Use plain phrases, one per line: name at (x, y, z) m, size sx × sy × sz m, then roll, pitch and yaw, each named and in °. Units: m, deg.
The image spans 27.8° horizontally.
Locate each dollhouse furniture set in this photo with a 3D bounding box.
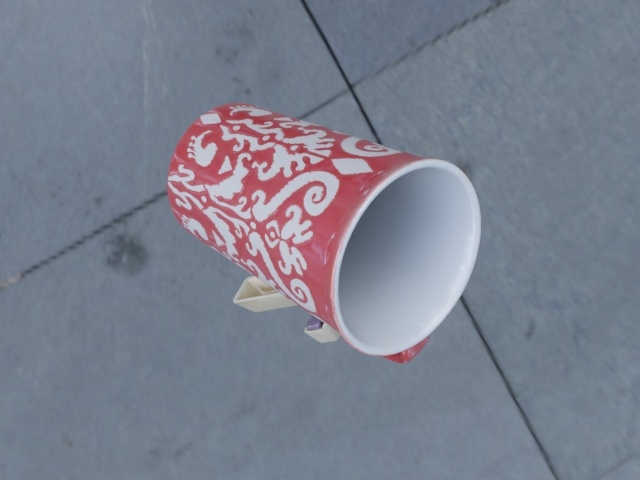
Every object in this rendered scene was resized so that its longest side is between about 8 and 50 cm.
dollhouse furniture set at (-0.036, 0.028, 1.003) m, size 0.114 × 0.091 × 0.081 m, roll -11°, pitch 124°, yaw 32°

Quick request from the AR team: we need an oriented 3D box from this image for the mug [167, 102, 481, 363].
mug at (-0.007, 0.000, 0.767) m, size 0.113 × 0.169 × 0.150 m, roll -16°, pitch 120°, yaw -39°
